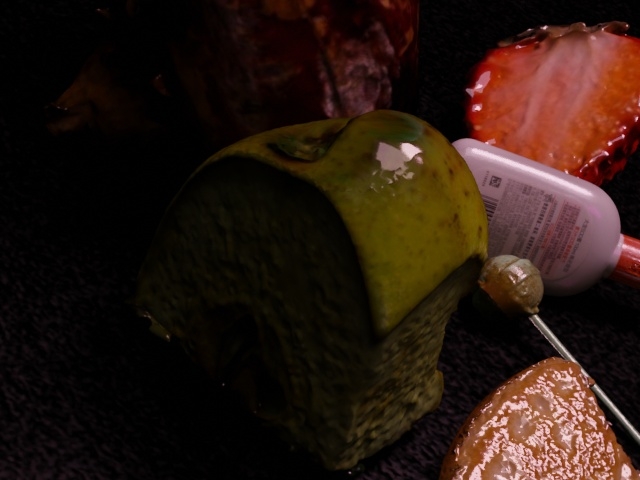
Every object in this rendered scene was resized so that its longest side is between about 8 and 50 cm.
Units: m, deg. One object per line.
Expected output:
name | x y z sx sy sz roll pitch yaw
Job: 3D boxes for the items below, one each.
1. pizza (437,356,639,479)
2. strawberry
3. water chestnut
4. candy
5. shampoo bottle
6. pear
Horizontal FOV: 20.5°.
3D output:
pizza | 0.188 0.192 1.306 0.199 0.062 0.188 40 52 13
strawberry | 0.221 -0.090 1.637 0.190 0.111 0.236 6 54 25
water chestnut | -0.078 -0.176 1.453 0.347 0.335 0.335 -20 47 -3
candy | 0.198 0.093 1.448 0.061 0.061 0.202 -19 62 -42
shampoo bottle | 0.198 -0.006 1.514 0.221 0.108 0.051 20 16 -5
pear | 0.000 0.000 1.286 0.238 0.255 0.164 38 41 27
